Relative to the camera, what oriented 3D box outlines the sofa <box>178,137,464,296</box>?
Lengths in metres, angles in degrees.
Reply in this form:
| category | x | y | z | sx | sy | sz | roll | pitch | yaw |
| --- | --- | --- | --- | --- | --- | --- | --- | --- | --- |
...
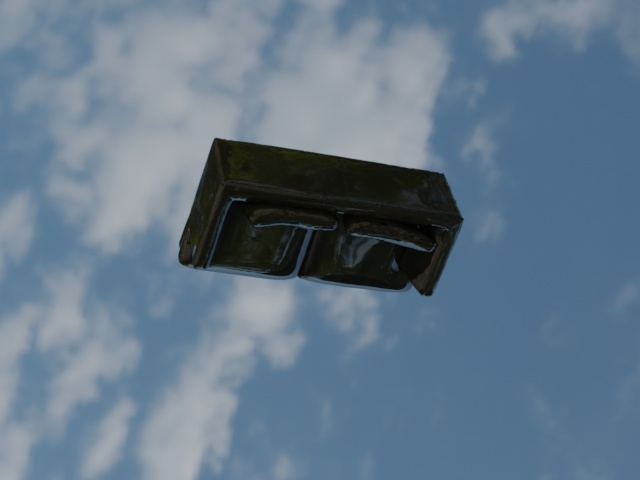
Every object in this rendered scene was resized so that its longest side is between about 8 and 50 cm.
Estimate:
| category | x | y | z | sx | sy | sz | roll | pitch | yaw |
| --- | --- | --- | --- | --- | --- | --- | --- | --- | --- |
| sofa | 0.000 | 0.000 | 1.004 | 0.060 | 0.147 | 0.085 | -106 | -150 | -48 |
